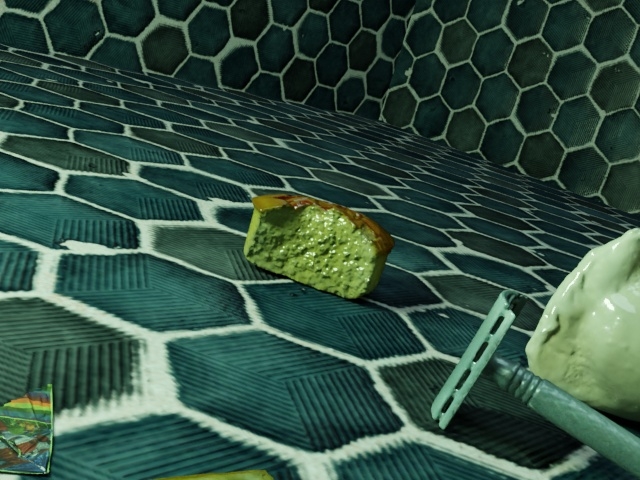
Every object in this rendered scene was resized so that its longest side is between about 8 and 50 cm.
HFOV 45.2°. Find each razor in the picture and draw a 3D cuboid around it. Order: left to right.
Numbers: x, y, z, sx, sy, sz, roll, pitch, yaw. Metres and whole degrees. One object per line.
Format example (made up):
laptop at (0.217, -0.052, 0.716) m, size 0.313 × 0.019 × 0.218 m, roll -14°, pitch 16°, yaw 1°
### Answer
razor at (0.203, 0.142, 0.551) m, size 0.232 × 0.106 × 0.068 m, roll 33°, pitch 19°, yaw 14°

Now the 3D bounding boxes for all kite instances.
kite at (-0.173, 0.098, 0.396) m, size 0.090 × 0.004 × 0.122 m, roll 26°, pitch 16°, yaw 28°

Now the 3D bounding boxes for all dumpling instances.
dumpling at (0.314, 0.076, 0.693) m, size 0.252 × 0.179 × 0.131 m, roll 12°, pitch 10°, yaw -14°

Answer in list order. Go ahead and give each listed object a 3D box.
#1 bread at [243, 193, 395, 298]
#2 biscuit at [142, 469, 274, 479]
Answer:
bread at (-0.002, -0.003, 0.819) m, size 0.156 × 0.086 × 0.125 m, roll 18°, pitch 13°, yaw -1°
biscuit at (-0.020, 0.164, 0.302) m, size 0.139 × 0.016 × 0.231 m, roll 8°, pitch 17°, yaw -38°
